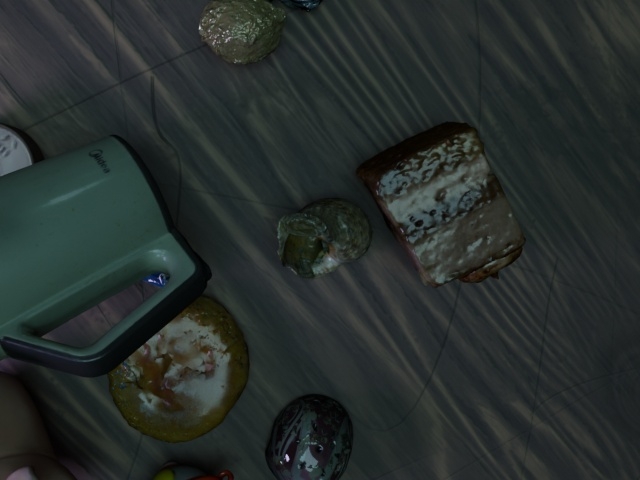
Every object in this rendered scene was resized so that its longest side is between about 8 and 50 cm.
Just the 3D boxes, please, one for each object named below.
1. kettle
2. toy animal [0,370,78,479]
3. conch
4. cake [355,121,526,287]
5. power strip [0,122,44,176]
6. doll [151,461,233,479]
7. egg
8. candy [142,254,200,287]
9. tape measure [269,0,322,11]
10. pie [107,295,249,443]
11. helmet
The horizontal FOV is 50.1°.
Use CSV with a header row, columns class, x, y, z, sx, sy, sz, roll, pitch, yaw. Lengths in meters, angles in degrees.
class,x,y,z,sx,sy,sz,roll,pitch,yaw
kettle,-0.391,0.045,0.993,0.377,0.250,0.361,-30,58,-25
toy animal,-0.510,0.365,1.083,0.237,0.269,0.326,-30,95,2
conch,0.000,0.000,1.173,0.130,0.207,0.155,22,101,35
cake,0.211,-0.041,1.177,0.199,0.196,0.293,-29,103,-2
power strip,-0.540,-0.119,1.125,0.154,0.078,0.154,-1,97,-8
doll,-0.302,0.482,1.168,0.336,0.200,0.105,-24,128,-8
egg,-0.130,-0.353,1.135,0.140,0.116,0.118,7,123,-8
candy,-0.288,0.034,1.190,0.136,0.038,0.088,27,82,3
tape measure,-0.035,-0.441,1.168,0.094,0.054,0.091,12,93,1
pie,-0.253,0.225,1.203,0.273,0.069,0.273,0,91,-4
helmet,-0.016,0.377,1.229,0.153,0.107,0.177,20,93,-6
